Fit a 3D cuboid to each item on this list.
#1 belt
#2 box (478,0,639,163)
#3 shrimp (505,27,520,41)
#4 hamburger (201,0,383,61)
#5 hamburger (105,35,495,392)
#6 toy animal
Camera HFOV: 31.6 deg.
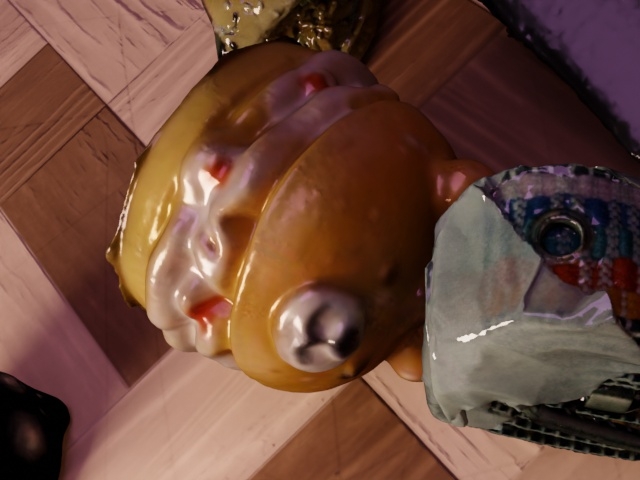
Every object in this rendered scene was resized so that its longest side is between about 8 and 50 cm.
[{"bbox_3d":[0.189,0.057,0.755,0.258,0.207,0.150,16,60,-10],"label":"belt"},{"bbox_3d":[0.321,-0.251,0.936,0.359,0.091,0.350,-39,65,2],"label":"box"},{"bbox_3d":[0.229,-0.239,1.044,0.253,0.058,0.173,-10,65,20],"label":"shrimp"},{"bbox_3d":[-0.028,-0.278,1.131,0.192,0.167,0.288,-22,53,19],"label":"hamburger"},{"bbox_3d":[0.000,0.000,0.897,0.237,0.276,0.276,31,78,26],"label":"hamburger"},{"bbox_3d":[-0.356,0.170,0.997,0.187,0.235,0.165,37,89,40],"label":"toy animal"}]
